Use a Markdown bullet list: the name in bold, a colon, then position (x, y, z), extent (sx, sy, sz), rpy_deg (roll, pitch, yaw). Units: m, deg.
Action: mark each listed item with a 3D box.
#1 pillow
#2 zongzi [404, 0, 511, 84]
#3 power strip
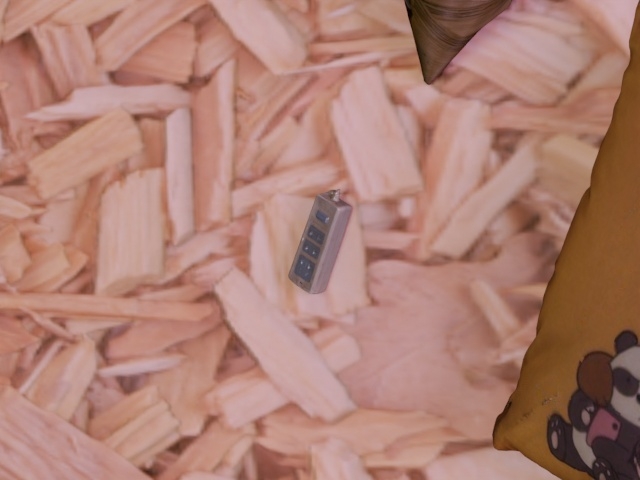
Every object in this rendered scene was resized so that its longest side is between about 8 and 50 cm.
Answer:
- **pillow**: position (0.251, 0.062, 1.131), extent (0.310, 0.119, 0.312), rpy_deg (36, 117, 38)
- **zongzi**: position (0.060, -0.229, 1.285), extent (0.205, 0.094, 0.204), rpy_deg (54, 150, 10)
- **power strip**: position (0.000, 0.000, 1.417), extent (0.027, 0.017, 0.083), rpy_deg (32, 115, 34)
